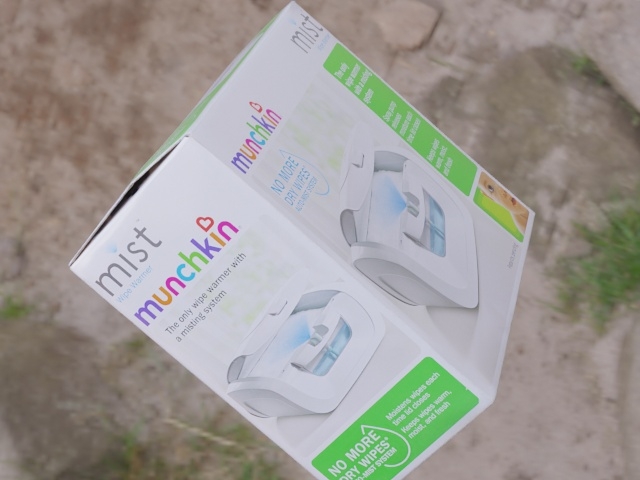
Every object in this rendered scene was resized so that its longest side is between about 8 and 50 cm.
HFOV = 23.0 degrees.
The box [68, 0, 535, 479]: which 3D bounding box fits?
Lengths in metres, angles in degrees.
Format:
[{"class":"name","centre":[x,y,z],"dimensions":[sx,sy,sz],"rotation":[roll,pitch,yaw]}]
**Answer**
[{"class":"box","centre":[0.000,0.000,0.991],"dimensions":[0.231,0.262,0.127],"rotation":[42,117,-7]}]
